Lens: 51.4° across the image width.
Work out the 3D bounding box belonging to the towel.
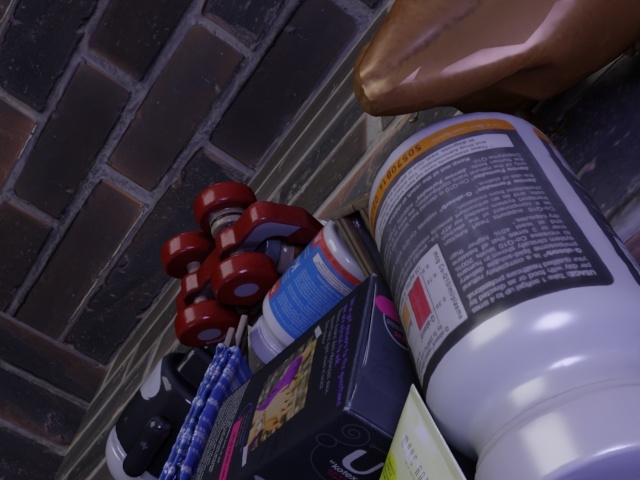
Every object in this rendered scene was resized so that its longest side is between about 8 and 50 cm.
[{"bbox_3d":[-0.123,0.312,0.737,0.243,0.040,0.336,69,-145,-51],"label":"towel"}]

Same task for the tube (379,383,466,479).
[{"bbox_3d":[0.051,0.213,0.442,0.062,0.070,0.240,-36,-35,-50],"label":"tube"}]

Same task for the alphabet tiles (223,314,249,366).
[{"bbox_3d":[-0.145,0.285,0.885,0.285,0.011,0.342,96,-173,-51],"label":"alphabet tiles"}]

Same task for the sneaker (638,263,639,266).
[{"bbox_3d":[0.221,0.045,0.496,0.083,0.035,0.031,-47,18,31],"label":"sneaker"}]

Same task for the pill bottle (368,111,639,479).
[{"bbox_3d":[0.134,0.048,0.448,0.162,0.162,0.278,-48,33,29],"label":"pill bottle"}]

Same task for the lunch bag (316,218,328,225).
[{"bbox_3d":[0.000,0.000,1.213,0.071,0.053,0.083,-60,25,-5],"label":"lunch bag"}]

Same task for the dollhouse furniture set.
[{"bbox_3d":[0.136,-0.030,0.803,0.183,0.129,0.129,-31,5,-26],"label":"dollhouse furniture set"}]

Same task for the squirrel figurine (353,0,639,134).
[{"bbox_3d":[0.222,-0.223,0.621,0.370,0.397,0.281,38,-138,-72],"label":"squirrel figurine"}]

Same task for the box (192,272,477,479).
[{"bbox_3d":[0.019,0.183,0.589,0.270,0.165,0.143,-43,19,39],"label":"box"}]

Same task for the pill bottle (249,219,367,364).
[{"bbox_3d":[-0.004,0.083,0.926,0.221,0.124,0.124,-49,17,26],"label":"pill bottle"}]

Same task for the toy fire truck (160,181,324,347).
[{"bbox_3d":[-0.099,0.047,1.079,0.302,0.254,0.169,-46,50,37],"label":"toy fire truck"}]

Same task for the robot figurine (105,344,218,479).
[{"bbox_3d":[-0.235,0.304,1.114,0.278,0.209,0.173,-54,42,8],"label":"robot figurine"}]
